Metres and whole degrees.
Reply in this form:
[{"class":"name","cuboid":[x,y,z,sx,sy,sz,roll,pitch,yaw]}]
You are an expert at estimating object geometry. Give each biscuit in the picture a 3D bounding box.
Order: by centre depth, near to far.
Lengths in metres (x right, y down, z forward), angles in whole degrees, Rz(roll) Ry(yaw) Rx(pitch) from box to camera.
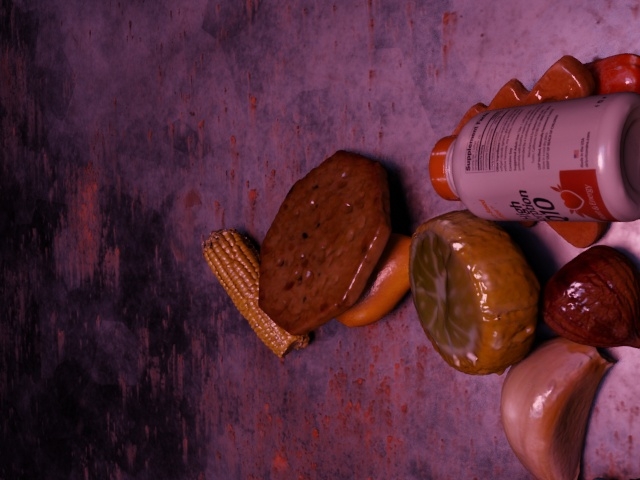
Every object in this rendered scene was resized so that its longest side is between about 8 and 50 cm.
[{"class":"biscuit","cuboid":[0.312,-0.132,1.014,0.306,0.043,0.284,11,122,46]},{"class":"biscuit","cuboid":[0.001,0.000,1.211,0.359,0.046,0.359,-31,46,38]}]

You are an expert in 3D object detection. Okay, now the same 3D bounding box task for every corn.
[{"class":"corn","cuboid":[-0.134,0.100,1.371,0.115,0.115,0.318,-49,67,29]}]

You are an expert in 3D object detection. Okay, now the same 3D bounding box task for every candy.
[{"class":"candy","cuboid":[0.226,0.078,1.026,0.260,0.118,0.260,167,90,-74]}]

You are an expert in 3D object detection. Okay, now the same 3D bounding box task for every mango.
[{"class":"mango","cuboid":[0.092,0.063,1.187,0.217,0.102,0.141,-33,42,24]}]

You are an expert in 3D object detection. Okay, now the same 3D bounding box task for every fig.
[{"class":"fig","cuboid":[0.409,0.114,0.945,0.201,0.133,0.146,52,130,13]}]

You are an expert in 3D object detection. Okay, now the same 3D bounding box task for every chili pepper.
[{"class":"chili pepper","cuboid":[0.425,-0.214,0.934,0.192,0.084,0.086,-1,135,41]}]

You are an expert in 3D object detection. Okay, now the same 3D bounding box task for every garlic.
[{"class":"garlic","cuboid":[0.352,0.262,1.005,0.164,0.145,0.245,4,99,5]}]

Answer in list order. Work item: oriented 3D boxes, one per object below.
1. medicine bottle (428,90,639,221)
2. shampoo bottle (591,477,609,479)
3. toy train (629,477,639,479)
[{"class":"medicine bottle","cuboid":[0.285,-0.103,0.895,0.288,0.157,0.157,2,94,50]},{"class":"shampoo bottle","cuboid":[0.376,0.469,1.013,0.103,0.061,0.258,29,115,-5]},{"class":"toy train","cuboid":[0.364,0.474,0.904,0.397,0.160,0.253,-16,111,21]}]
